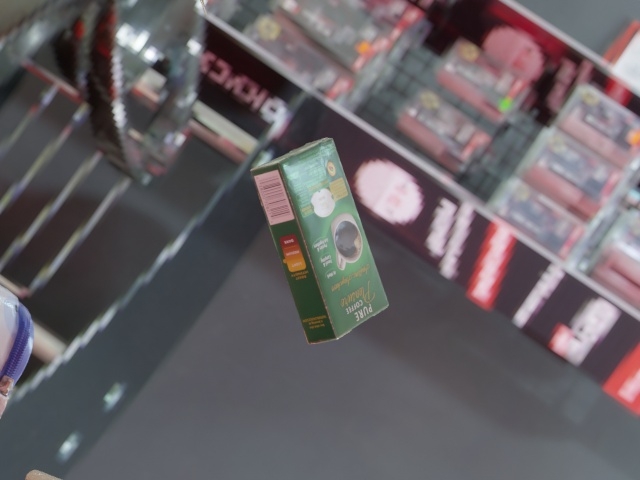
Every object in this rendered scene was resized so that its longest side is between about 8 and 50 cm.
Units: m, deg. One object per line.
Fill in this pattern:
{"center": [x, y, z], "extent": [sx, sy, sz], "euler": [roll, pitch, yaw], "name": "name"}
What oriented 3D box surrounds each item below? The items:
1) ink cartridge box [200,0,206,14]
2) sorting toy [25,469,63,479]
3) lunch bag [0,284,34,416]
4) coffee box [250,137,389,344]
{"center": [-0.204, -0.357, 1.583], "extent": [0.097, 0.188, 0.255], "euler": [-17, 150, 3], "name": "ink cartridge box"}
{"center": [-0.141, 0.183, 0.570], "extent": [0.208, 0.038, 0.193], "euler": [-64, -166, -13], "name": "sorting toy"}
{"center": [-0.346, 0.092, 1.109], "extent": [0.243, 0.303, 0.115], "euler": [-59, 137, -18], "name": "lunch bag"}
{"center": [0.000, 0.000, 1.536], "extent": [0.040, 0.184, 0.113], "euler": [-15, -171, 33], "name": "coffee box"}
